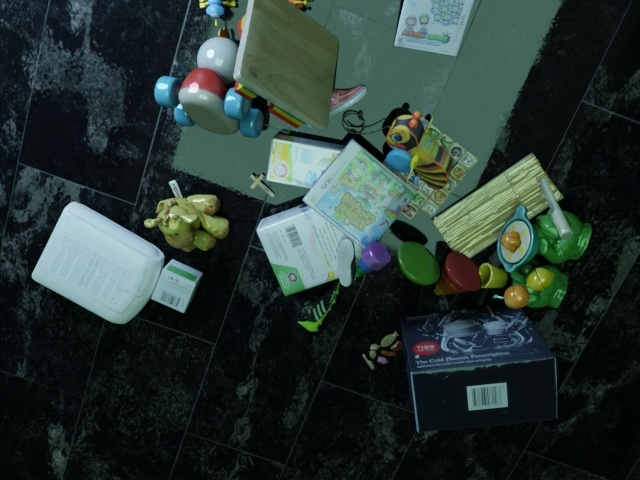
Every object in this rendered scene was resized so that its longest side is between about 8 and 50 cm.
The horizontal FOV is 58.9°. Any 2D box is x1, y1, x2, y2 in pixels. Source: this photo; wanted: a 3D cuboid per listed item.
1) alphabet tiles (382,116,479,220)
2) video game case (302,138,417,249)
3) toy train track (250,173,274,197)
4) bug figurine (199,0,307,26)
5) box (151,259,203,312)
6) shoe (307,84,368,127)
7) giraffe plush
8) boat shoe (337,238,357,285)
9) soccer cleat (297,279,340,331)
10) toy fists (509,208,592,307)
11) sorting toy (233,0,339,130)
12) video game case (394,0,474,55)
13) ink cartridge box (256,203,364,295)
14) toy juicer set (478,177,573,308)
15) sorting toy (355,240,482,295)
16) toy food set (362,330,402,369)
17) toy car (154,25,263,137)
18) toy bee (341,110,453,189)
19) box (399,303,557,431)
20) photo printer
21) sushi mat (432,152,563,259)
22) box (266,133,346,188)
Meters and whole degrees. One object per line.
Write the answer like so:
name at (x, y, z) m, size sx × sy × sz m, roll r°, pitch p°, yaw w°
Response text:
alphabet tiles at (0.265, -0.178, 1.496) m, size 0.198 × 0.009 × 0.237 m, roll 35°, pitch 106°, yaw -8°
video game case at (0.098, -0.108, 1.400) m, size 0.212 × 0.023 × 0.193 m, roll 38°, pitch 98°, yaw -12°
toy train track at (-0.157, -0.148, 1.527) m, size 0.083 × 0.014 × 0.048 m, roll 42°, pitch 98°, yaw -16°
bug figurine at (-0.160, -0.626, 1.331) m, size 0.279 × 0.072 × 0.216 m, roll -5°, pitch 101°, yaw 3°
box at (-0.400, 0.127, 1.588) m, size 0.101 × 0.087 × 0.101 m, roll 25°, pitch 107°, yaw -5°
shoe at (0.026, -0.360, 1.420) m, size 0.178 × 0.063 × 0.081 m, roll -26°, pitch 110°, yaw 15°
giraffe plush at (-0.358, -0.049, 1.485) m, size 0.181 × 0.170 × 0.210 m, roll -36°, pitch 103°, yaw 13°
boat shoe at (0.073, 0.054, 1.443) m, size 0.046 × 0.038 × 0.125 m, roll 7°, pitch 108°, yaw 32°
soccer cleat at (-0.004, 0.180, 1.600) m, size 0.072 × 0.060 × 0.178 m, roll 28°, pitch 110°, yaw -4°
toy fists at (0.603, 0.054, 1.508) m, size 0.143 × 0.096 × 0.278 m, roll 16°, pitch 109°, yaw -1°
sorting toy at (-0.090, -0.410, 1.308) m, size 0.257 × 0.255 × 0.090 m, roll 23°, pitch 156°, yaw -39°
video game case at (0.268, -0.520, 1.350) m, size 0.158 × 0.019 × 0.143 m, roll 10°, pitch 135°, yaw 0°
ink cartridge box at (0.000, 0.000, 1.509) m, size 0.279 × 0.117 × 0.201 m, roll -20°, pitch 106°, yaw 8°
toy juicer set at (0.514, 0.023, 1.426) m, size 0.090 × 0.209 × 0.328 m, roll 12°, pitch 116°, yaw -20°
sorting toy at (0.246, 0.090, 1.483) m, size 0.366 × 0.126 × 0.126 m, roll 11°, pitch 141°, yaw -27°
toy food set at (0.187, 0.322, 1.657) m, size 0.122 × 0.019 × 0.077 m, roll -32°, pitch 104°, yaw 4°
toy car at (-0.244, -0.400, 1.387) m, size 0.220 × 0.210 × 0.237 m, roll 13°, pitch 80°, yaw 13°
toy bee at (0.218, -0.232, 1.376) m, size 0.299 × 0.162 × 0.195 m, roll 11°, pitch 70°, yaw -22°
box at (0.397, 0.322, 1.492) m, size 0.344 × 0.312 × 0.178 m, roll -8°, pitch 107°, yaw 5°
photo printer at (-0.603, 0.073, 1.571) m, size 0.308 × 0.107 × 0.256 m, roll 30°, pitch 107°, yaw -7°
sushi mat at (0.468, -0.084, 1.510) m, size 0.317 × 0.019 × 0.151 m, roll -35°, pitch 104°, yaw 13°
box at (-0.028, -0.198, 1.455) m, size 0.203 × 0.103 × 0.114 m, roll 11°, pitch 108°, yaw -1°
